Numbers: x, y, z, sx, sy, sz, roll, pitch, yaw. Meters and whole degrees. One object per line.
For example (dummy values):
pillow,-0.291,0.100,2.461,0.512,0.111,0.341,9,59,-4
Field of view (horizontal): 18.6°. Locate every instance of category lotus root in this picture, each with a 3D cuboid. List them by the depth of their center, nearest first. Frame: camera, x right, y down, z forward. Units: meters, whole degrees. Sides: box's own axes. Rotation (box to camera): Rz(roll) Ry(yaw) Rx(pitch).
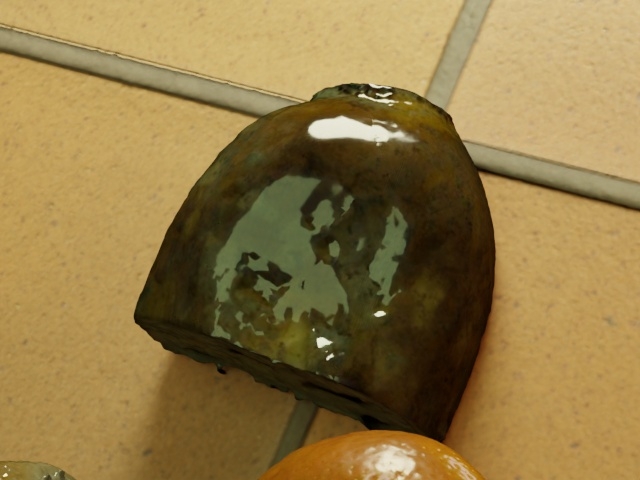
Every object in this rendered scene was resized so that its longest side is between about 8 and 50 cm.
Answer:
lotus root,0.016,-0.008,1.542,0.267,0.149,0.260,19,76,24

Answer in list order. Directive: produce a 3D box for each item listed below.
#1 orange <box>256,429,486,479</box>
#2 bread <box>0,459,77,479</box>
orange,0.041,0.256,1.395,0.240,0.171,0.240,-6,69,16
bread,-0.278,0.274,1.510,0.246,0.176,0.195,-17,63,14
